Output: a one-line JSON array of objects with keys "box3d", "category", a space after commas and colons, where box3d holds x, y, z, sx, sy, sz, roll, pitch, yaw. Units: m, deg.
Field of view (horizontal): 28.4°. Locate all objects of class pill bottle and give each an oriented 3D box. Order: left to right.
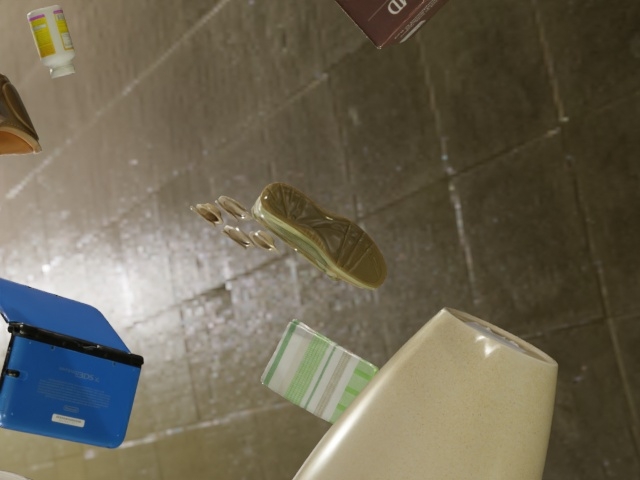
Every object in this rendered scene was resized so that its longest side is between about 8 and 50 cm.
[{"box3d": [-0.327, -0.243, 1.552, 0.043, 0.043, 0.083, -3, 105, 59], "category": "pill bottle"}]

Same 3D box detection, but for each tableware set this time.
[{"box3d": [-0.146, -0.026, 2.186, 0.169, 0.141, 0.020, -2, 51, 57], "category": "tableware set"}]

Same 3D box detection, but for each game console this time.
[{"box3d": [-0.475, 0.214, 2.223, 0.173, 0.293, 0.250, 5, 78, 40], "category": "game console"}]

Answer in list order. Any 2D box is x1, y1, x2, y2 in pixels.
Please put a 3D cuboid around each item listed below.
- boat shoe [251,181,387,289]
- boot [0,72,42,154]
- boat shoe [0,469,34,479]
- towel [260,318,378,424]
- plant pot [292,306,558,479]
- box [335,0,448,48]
[{"box3d": [-0.001, 0.001, 1.290, 0.153, 0.056, 0.048, 33, 148, -4], "category": "boat shoe"}, {"box3d": [-0.482, -0.118, 1.605, 0.109, 0.220, 0.283, 63, -179, -3], "category": "boot"}, {"box3d": [-0.259, 0.307, 1.251, 0.158, 0.341, 0.127, -14, 54, 68], "category": "boat shoe"}, {"box3d": [-0.001, 0.200, 1.884, 0.152, 0.023, 0.113, 29, 101, 10], "category": "towel"}, {"box3d": [0.119, 0.216, 1.265, 0.256, 0.256, 0.274, 34, 101, 52], "category": "plant pot"}, {"box3d": [0.031, -0.450, 1.617, 0.381, 0.143, 0.191, 47, 116, 3], "category": "box"}]
